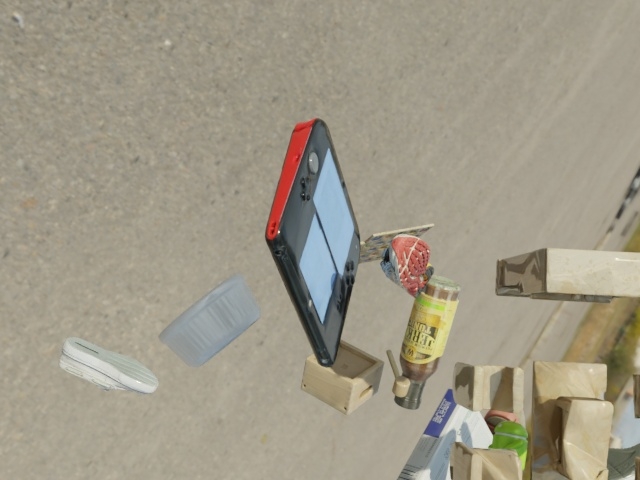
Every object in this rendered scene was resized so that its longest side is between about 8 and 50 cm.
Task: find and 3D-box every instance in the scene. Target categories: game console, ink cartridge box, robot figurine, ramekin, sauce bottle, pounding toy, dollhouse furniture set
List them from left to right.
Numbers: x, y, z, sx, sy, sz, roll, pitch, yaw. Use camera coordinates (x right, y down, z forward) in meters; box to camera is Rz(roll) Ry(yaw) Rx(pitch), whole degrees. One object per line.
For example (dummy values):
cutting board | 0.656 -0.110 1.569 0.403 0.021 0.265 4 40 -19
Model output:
ramekin | -0.272 0.212 1.996 0.272 0.127 0.273 -39 176 -3
game console | 0.000 0.000 1.489 0.387 0.060 0.342 70 22 -43
pounding toy | 0.095 0.306 1.704 0.181 0.206 0.094 -23 131 -52
sauce bottle | 0.266 0.264 1.993 0.111 0.111 0.345 -11 116 -64
ink cartridge box | 0.300 0.563 1.763 0.324 0.071 0.330 -52 127 -32
robot figurine | 0.366 0.403 1.515 0.101 0.067 0.115 106 -5 -76
dollhouse furniture set | 0.400 0.222 1.291 0.256 0.361 0.395 115 -22 -84

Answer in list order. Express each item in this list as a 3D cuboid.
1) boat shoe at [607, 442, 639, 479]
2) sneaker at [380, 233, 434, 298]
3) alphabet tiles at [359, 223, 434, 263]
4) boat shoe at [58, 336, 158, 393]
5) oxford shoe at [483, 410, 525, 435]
boat shoe | 0.703 0.538 1.792 0.118 0.320 0.103 -113 -171 -67
sneaker | 0.148 0.043 1.456 0.088 0.092 0.225 -55 160 -12
alphabet tiles | 0.142 0.018 1.956 0.237 0.009 0.198 -9 161 -34
boat shoe | -0.469 0.292 1.725 0.076 0.226 0.083 -64 177 17
oxford shoe | 0.499 0.537 2.078 0.130 0.122 0.348 -51 149 -41
